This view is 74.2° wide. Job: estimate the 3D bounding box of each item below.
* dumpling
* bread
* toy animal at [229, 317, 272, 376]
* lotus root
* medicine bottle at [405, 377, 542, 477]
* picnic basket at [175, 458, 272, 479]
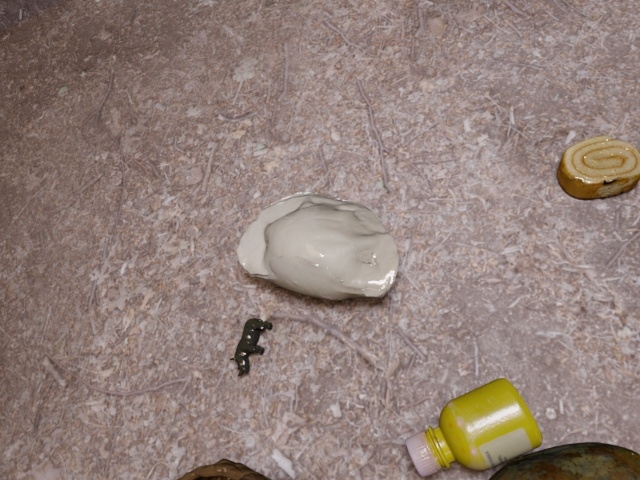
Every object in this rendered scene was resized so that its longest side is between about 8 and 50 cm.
[{"bbox_3d":[0.003,0.000,0.948,0.341,0.181,0.260,-5,55,40],"label":"dumpling"},{"bbox_3d":[0.579,-0.155,0.879,0.149,0.073,0.122,-11,63,13],"label":"bread"},{"bbox_3d":[-0.163,0.243,0.966,0.065,0.047,0.136,9,72,26],"label":"toy animal"},{"bbox_3d":[0.387,0.398,0.648,0.275,0.160,0.152,-11,75,2],"label":"lotus root"},{"bbox_3d":[0.260,0.340,0.745,0.212,0.122,0.122,-27,62,6],"label":"medicine bottle"},{"bbox_3d":[-0.173,0.539,0.692,0.337,0.337,0.293,16,73,23],"label":"picnic basket"}]
